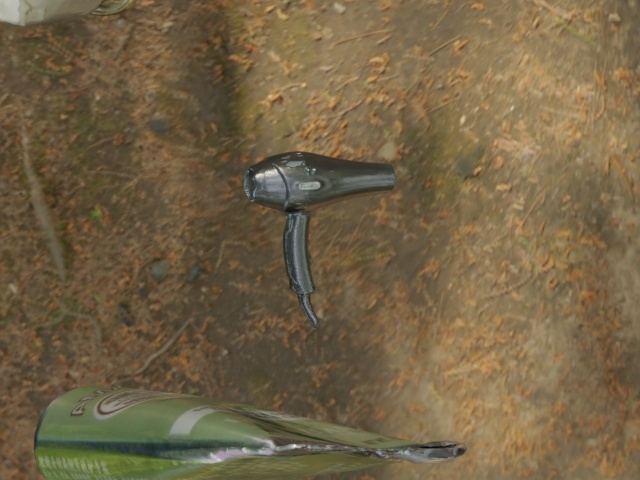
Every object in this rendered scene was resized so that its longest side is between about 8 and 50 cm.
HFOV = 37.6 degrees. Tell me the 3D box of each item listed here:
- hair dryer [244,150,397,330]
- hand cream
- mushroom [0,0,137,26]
[{"bbox_3d":[0.000,0.000,1.417,0.235,0.091,0.272,-3,104,-22],"label":"hair dryer"},{"bbox_3d":[-0.054,0.087,0.407,0.235,0.086,0.055,-13,73,47],"label":"hand cream"},{"bbox_3d":[-0.345,-0.342,1.172,0.154,0.407,0.138,21,110,14],"label":"mushroom"}]
